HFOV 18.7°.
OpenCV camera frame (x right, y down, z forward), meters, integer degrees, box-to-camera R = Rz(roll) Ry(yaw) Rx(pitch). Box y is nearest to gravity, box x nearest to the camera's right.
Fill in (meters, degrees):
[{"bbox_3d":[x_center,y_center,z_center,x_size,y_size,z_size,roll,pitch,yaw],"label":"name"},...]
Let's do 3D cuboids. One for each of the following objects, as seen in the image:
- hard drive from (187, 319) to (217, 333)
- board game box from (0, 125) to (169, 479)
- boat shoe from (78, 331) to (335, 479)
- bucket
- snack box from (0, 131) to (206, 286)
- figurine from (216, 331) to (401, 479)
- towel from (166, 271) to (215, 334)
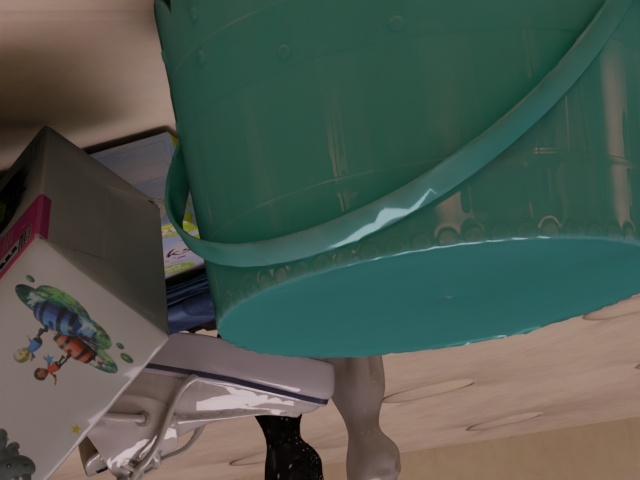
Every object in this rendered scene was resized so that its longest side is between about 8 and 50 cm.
[{"bbox_3d":[0.000,0.000,1.559,0.339,0.064,0.237,-15,168,16],"label":"hard drive"},{"bbox_3d":[-0.219,0.100,1.143,0.303,0.097,0.224,-51,-164,11],"label":"board game box"},{"bbox_3d":[-0.174,0.152,1.641,0.367,0.156,0.136,6,175,-9],"label":"boat shoe"},{"bbox_3d":[0.051,-0.053,1.022,0.281,0.183,0.281,-8,165,-2],"label":"bucket"},{"bbox_3d":[-0.148,-0.005,1.368,0.175,0.070,0.207,-15,167,13],"label":"snack box"},{"bbox_3d":[0.001,0.183,2.045,0.092,0.209,0.215,-22,165,39],"label":"figurine"},{"bbox_3d":[-0.094,0.045,1.414,0.119,0.029,0.067,-20,167,29],"label":"towel"}]
